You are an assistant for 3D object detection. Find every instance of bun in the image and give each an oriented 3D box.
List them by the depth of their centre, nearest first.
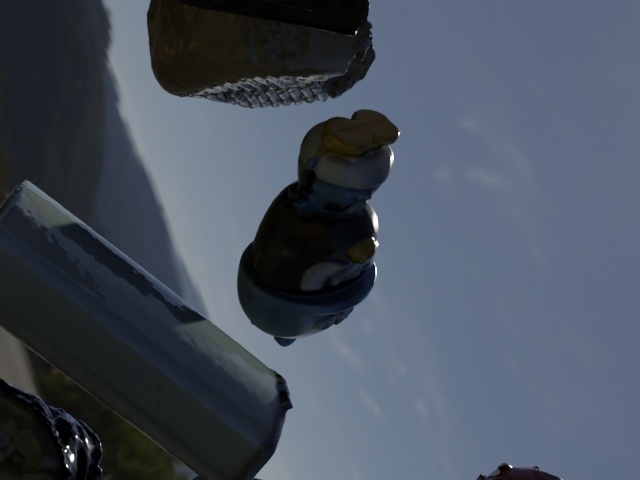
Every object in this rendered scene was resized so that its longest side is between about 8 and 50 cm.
[{"bbox_3d":[-0.072,-0.264,1.616,0.281,0.282,0.204,142,-56,-81],"label":"bun"}]

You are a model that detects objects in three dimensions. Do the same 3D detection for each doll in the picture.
[{"bbox_3d":[0.000,0.000,1.554,0.141,0.177,0.314,42,-48,27],"label":"doll"}]

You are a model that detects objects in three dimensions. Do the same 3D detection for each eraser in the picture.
[{"bbox_3d":[-0.166,0.077,1.168,0.290,0.104,0.189,39,12,-12],"label":"eraser"}]

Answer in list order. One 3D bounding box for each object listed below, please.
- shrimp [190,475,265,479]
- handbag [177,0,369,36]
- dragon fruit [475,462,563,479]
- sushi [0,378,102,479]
[{"bbox_3d":[-0.085,0.307,1.608,0.091,0.161,0.034,-79,167,-51],"label":"shrimp"},{"bbox_3d":[-0.005,-0.353,1.281,0.325,0.269,0.118,-70,159,-8],"label":"handbag"},{"bbox_3d":[0.254,0.345,1.732,0.136,0.166,0.133,30,-61,59],"label":"dragon fruit"},{"bbox_3d":[-0.328,0.287,1.180,0.211,0.350,0.171,18,-20,16],"label":"sushi"}]
